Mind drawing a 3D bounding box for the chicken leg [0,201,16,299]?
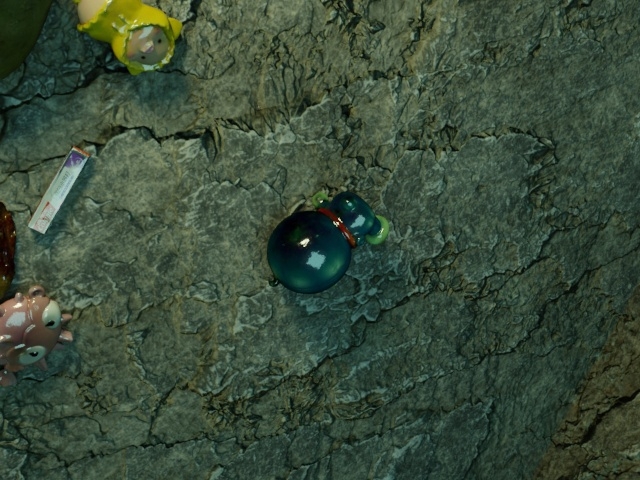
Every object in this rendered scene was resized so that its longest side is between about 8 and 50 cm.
[{"bbox_3d":[-0.732,0.057,1.482,0.178,0.083,0.322,7,105,-16],"label":"chicken leg"}]

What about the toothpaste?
[{"bbox_3d":[-0.552,-0.107,1.511,0.047,0.040,0.196,29,97,-27],"label":"toothpaste"}]

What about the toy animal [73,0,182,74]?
[{"bbox_3d":[-0.393,-0.435,1.408,0.156,0.156,0.230,-50,130,1],"label":"toy animal"}]

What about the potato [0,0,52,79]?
[{"bbox_3d":[-0.604,-0.443,1.234,0.270,0.219,0.359,-2,134,-38],"label":"potato"}]

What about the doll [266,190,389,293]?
[{"bbox_3d":[0.001,0.000,1.696,0.322,0.198,0.186,-45,149,-11],"label":"doll"}]

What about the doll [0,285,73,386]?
[{"bbox_3d":[-0.652,0.209,1.552,0.211,0.093,0.262,20,107,-43],"label":"doll"}]
